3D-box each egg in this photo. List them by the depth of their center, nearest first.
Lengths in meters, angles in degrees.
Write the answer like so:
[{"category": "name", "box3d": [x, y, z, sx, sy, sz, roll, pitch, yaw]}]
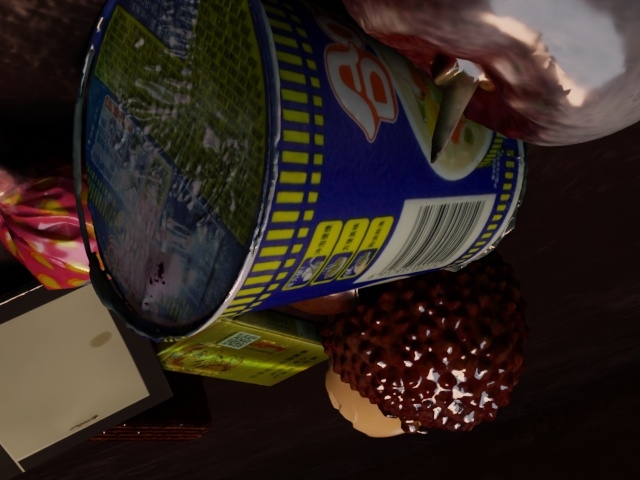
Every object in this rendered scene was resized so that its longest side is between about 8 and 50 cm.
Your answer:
[{"category": "egg", "box3d": [0.121, 0.189, 1.212, 0.244, 0.201, 0.201, -36, 147, 19]}]

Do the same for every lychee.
[{"category": "lychee", "box3d": [0.132, 0.117, 0.991, 0.264, 0.264, 0.300, -1, 106, -24]}]

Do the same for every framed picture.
[{"category": "framed picture", "box3d": [-0.343, 0.173, 0.993, 0.265, 0.016, 0.347, -27, 143, -16]}]

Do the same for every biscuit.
[{"category": "biscuit", "box3d": [-0.337, 0.247, 1.193, 0.388, 0.107, 0.073, 15, 137, -44]}]

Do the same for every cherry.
[{"category": "cherry", "box3d": [0.136, -0.181, 0.471, 0.255, 0.218, 0.296, 30, 101, -27]}]

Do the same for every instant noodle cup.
[{"category": "instant noodle cup", "box3d": [0.001, -0.069, 0.631, 0.312, 0.284, 0.284, 0, 150, -41]}]

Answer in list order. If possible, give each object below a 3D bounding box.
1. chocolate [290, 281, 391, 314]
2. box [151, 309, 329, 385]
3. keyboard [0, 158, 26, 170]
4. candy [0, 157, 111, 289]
[{"category": "chocolate", "box3d": [0.000, 0.000, 0.860, 0.177, 0.176, 0.177, -12, 153, -6]}, {"category": "box", "box3d": [-0.118, 0.166, 1.221, 0.173, 0.043, 0.311, -30, 150, 27]}, {"category": "keyboard", "box3d": [-0.427, -0.045, 0.685, 0.317, 0.027, 0.106, 1, 145, -29]}, {"category": "candy", "box3d": [-0.294, -0.073, 0.620, 0.124, 0.124, 0.365, -28, 136, 24]}]
